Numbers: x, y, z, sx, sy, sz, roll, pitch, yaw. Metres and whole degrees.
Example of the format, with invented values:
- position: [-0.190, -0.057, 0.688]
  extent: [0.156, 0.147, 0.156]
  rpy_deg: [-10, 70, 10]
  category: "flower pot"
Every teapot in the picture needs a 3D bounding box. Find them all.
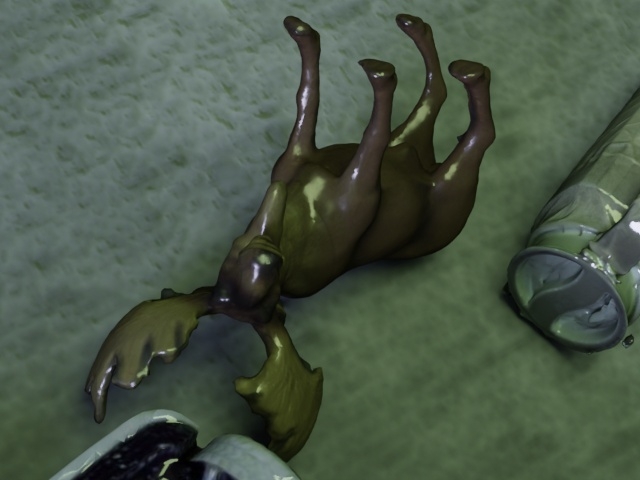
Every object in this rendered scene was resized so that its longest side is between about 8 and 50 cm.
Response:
- position: [0.179, -0.036, 0.725]
  extent: [0.077, 0.107, 0.200]
  rpy_deg: [42, 57, 0]
  category: "teapot"

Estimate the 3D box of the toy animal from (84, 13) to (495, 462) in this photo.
- position: [0.000, 0.000, 0.637]
  extent: [0.093, 0.186, 0.214]
  rpy_deg: [32, 27, 32]
  category: "toy animal"

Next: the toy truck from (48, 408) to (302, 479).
- position: [0.013, 0.238, 0.475]
  extent: [0.367, 0.175, 0.146]
  rpy_deg: [47, 56, 7]
  category: "toy truck"
